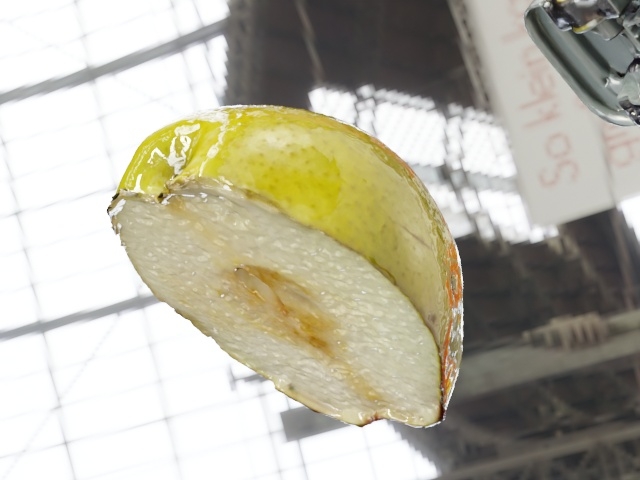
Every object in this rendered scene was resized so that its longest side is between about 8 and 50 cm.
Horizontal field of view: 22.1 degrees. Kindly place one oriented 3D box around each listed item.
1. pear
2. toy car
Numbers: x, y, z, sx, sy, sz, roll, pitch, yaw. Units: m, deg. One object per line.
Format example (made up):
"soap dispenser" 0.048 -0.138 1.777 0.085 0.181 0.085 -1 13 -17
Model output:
"pear" 0.000 0.000 1.590 0.386 0.340 0.191 48 -123 -33
"toy car" 0.208 -0.129 0.880 0.097 0.191 0.100 48 -116 -19
